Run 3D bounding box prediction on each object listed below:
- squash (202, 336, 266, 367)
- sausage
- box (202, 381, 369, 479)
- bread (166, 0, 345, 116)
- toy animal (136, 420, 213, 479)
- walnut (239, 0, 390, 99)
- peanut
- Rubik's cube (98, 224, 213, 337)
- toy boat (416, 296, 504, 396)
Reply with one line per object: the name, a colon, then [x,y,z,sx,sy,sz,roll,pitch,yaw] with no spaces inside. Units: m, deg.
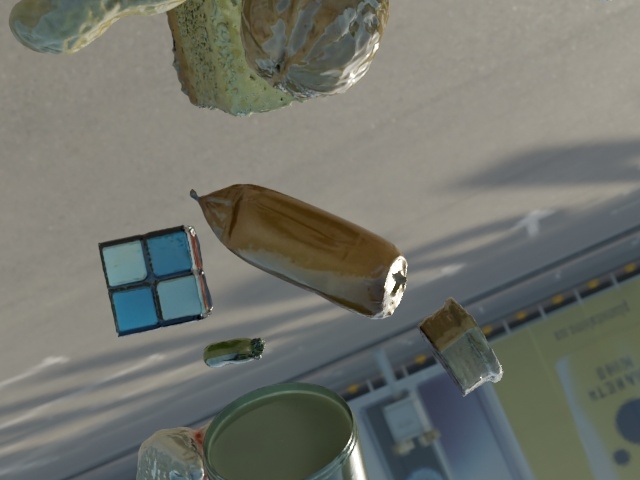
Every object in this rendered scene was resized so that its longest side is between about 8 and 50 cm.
squash: [-0.163,0.205,1.855,0.052,0.052,0.183,-15,-179,-38]
sausage: [-0.036,0.001,1.345,0.112,0.328,0.112,-44,147,-38]
box: [-0.046,0.332,1.467,0.226,0.149,0.226,-9,-150,5]
bread: [-0.113,-0.381,1.754,0.278,0.316,0.248,-6,-164,-22]
toy animal: [-0.217,0.437,1.845,0.266,0.308,0.188,13,-145,40]
walnut: [-0.007,-0.295,1.328,0.198,0.198,0.245,-36,-158,54]
peanut: [-0.278,-0.358,1.383,0.325,0.140,0.153,-28,150,9]
Rubik's cube: [-0.305,0.073,1.905,0.167,0.184,0.180,-13,-178,-1]
toy boat: [0.177,0.137,1.293,0.061,0.116,0.188,-33,162,0]
